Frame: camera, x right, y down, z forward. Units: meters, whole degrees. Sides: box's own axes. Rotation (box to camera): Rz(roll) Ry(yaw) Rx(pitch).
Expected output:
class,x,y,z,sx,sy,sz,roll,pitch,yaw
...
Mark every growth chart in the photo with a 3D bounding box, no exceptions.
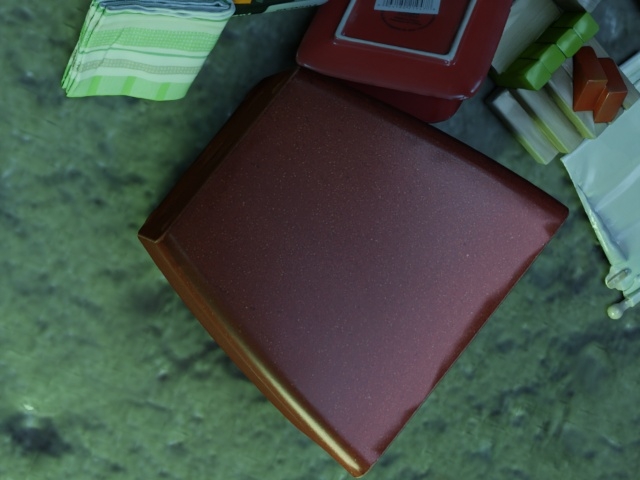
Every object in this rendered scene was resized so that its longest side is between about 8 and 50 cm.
class,x,y,z,sx,sy,sz,roll,pitch,yaw
growth chart,0.317,-0.062,1.523,0.172,0.021,0.237,-29,109,-15

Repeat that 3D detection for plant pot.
class,x,y,z,sx,sy,sz,roll,pitch,yaw
plant pot,0.000,0.000,1.293,0.236,0.267,0.267,40,84,-11

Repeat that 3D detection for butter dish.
class,x,y,z,sx,sy,sz,roll,pitch,yaw
butter dish,0.075,-0.154,1.348,0.118,0.160,0.160,86,21,-48

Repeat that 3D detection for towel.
class,x,y,z,sx,sy,sz,roll,pitch,yaw
towel,-0.141,-0.153,1.259,0.113,0.152,0.023,2,65,-21

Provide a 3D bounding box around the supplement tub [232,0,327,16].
class,x,y,z,sx,sy,sz,roll,pitch,yaw
supplement tub,-0.087,-0.239,1.275,0.190,0.117,0.117,-11,104,-19

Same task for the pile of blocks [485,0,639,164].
class,x,y,z,sx,sy,sz,roll,pitch,yaw
pile of blocks,0.187,-0.240,1.377,0.149,0.112,0.362,-21,104,-14
